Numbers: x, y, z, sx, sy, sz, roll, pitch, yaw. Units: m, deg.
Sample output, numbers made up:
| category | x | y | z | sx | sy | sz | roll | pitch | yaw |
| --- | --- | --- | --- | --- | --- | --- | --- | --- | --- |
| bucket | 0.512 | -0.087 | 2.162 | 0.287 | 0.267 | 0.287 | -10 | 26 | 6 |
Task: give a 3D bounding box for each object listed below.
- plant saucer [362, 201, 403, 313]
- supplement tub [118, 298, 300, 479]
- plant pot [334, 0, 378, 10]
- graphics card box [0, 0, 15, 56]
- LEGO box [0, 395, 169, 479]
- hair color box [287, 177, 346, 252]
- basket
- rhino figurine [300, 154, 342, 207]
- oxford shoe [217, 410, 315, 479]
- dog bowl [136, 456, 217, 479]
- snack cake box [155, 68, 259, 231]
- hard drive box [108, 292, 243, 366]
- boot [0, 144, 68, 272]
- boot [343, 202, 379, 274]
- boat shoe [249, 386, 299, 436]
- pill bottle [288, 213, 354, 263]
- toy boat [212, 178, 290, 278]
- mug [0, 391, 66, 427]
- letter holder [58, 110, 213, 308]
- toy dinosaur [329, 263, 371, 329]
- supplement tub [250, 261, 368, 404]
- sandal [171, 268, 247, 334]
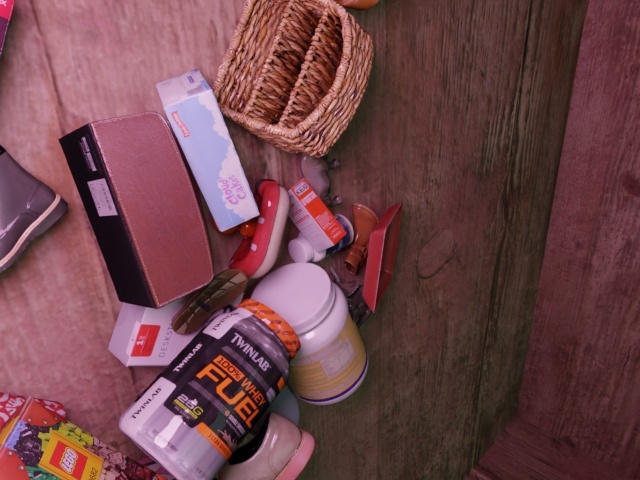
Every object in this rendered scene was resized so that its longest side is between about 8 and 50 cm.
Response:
| category | x | y | z | sx | sy | sz | roll | pitch | yaw |
| --- | --- | --- | --- | --- | --- | --- | --- | --- | --- |
| plant saucer | 0.179 | 0.039 | 1.452 | 0.258 | 0.048 | 0.259 | -48 | 146 | -61 |
| supplement tub | -0.202 | 0.290 | 0.984 | 0.338 | 0.207 | 0.207 | -49 | 137 | -30 |
| plant pot | 0.024 | -0.592 | 1.015 | 0.188 | 0.205 | 0.205 | -6 | 112 | -30 |
| graphics card box | -0.558 | -0.186 | 0.622 | 0.233 | 0.094 | 0.370 | 13 | 98 | -50 |
| LEGO box | -0.471 | 0.558 | 0.761 | 0.372 | 0.193 | 0.500 | 42 | 92 | -20 |
| hair color box | -0.023 | -0.058 | 1.203 | 0.053 | 0.093 | 0.167 | -43 | 98 | -28 |
| basket | -0.047 | -0.345 | 1.016 | 0.223 | 0.214 | 0.299 | 26 | 87 | -50 |
| rhino figurine | -0.009 | -0.183 | 1.240 | 0.106 | 0.073 | 0.243 | -32 | 127 | -38 |
| oxford shoe | -0.193 | 0.561 | 1.127 | 0.146 | 0.140 | 0.397 | 44 | 77 | -13 |
| dog bowl | -0.402 | 0.684 | 1.135 | 0.408 | 0.150 | 0.407 | -22 | 123 | -40 |
| snack cake box | -0.211 | -0.170 | 0.948 | 0.089 | 0.152 | 0.264 | -24 | 128 | -9 |
| hard drive box | -0.301 | 0.168 | 1.063 | 0.232 | 0.089 | 0.181 | 15 | 95 | -49 |
| boot | -0.513 | -0.036 | 0.764 | 0.197 | 0.077 | 0.137 | -59 | 136 | -30 |
| boot | 0.108 | -0.002 | 1.440 | 0.152 | 0.073 | 0.197 | -56 | 142 | -21 |
| boat shoe | -0.219 | 0.399 | 1.218 | 0.367 | 0.157 | 0.135 | 30 | 57 | -41 |
| pill bottle | 0.000 | 0.000 | 1.312 | 0.169 | 0.094 | 0.094 | -27 | 125 | -37 |
| toy boat | -0.166 | -0.030 | 1.109 | 0.151 | 0.151 | 0.231 | 12 | 98 | -19 |
| mug | -0.556 | 0.320 | 0.862 | 0.169 | 0.150 | 0.113 | 35 | 44 | -53 |
| letter holder | -0.276 | -0.065 | 0.877 | 0.214 | 0.152 | 0.301 | -26 | 107 | -40 |
| toy dinosaur | 0.116 | 0.193 | 1.507 | 0.314 | 0.121 | 0.160 | 20 | 98 | -47 |
| supplement tub | -0.025 | 0.241 | 1.279 | 0.241 | 0.241 | 0.331 | -45 | 135 | -25 |
| sandal | -0.231 | 0.117 | 1.017 | 0.180 | 0.049 | 0.072 | -41 | 128 | -10 |
